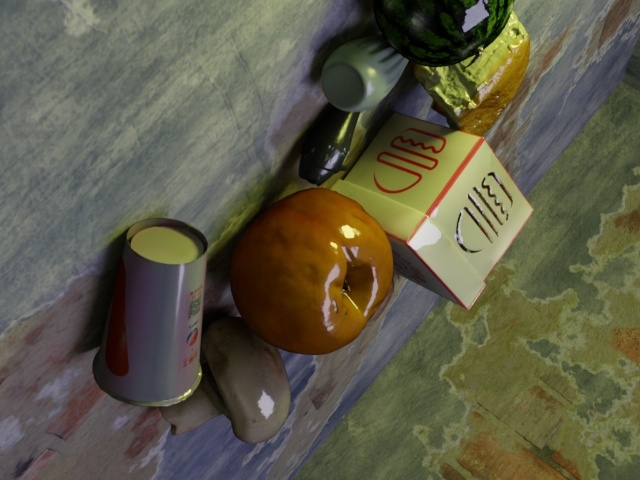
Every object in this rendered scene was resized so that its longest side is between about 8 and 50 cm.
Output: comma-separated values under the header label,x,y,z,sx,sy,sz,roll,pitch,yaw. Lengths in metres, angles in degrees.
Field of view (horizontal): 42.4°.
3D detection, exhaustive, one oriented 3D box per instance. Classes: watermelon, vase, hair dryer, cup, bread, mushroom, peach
label,x,y,z,sx,sy,sz,roll,pitch,yaw
watermelon,0.229,-0.450,1.508,0.269,0.269,0.269,-44,158,-23
vase,0.099,-0.336,1.589,0.248,0.128,0.128,-44,160,-49
hair dryer,0.035,-0.206,1.762,0.236,0.091,0.272,-62,173,-7
cup,-0.281,0.116,1.421,0.203,0.203,0.288,-29,143,-48
bread,0.346,-0.399,1.850,0.279,0.225,0.250,-47,159,6
mushroom,-0.217,0.319,1.821,0.290,0.293,0.292,-20,154,-4
peach,-0.029,0.062,1.693,0.342,0.301,0.343,-23,123,-40

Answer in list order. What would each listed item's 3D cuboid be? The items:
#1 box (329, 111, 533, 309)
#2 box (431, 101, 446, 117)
label,x,y,z,sx,sy,sz,roll,pitch,yaw
box,0.254,-0.075,1.939,0.300,0.312,0.314,-54,132,-9
box,0.385,-0.441,2.115,0.153,0.074,0.240,-37,154,-46
